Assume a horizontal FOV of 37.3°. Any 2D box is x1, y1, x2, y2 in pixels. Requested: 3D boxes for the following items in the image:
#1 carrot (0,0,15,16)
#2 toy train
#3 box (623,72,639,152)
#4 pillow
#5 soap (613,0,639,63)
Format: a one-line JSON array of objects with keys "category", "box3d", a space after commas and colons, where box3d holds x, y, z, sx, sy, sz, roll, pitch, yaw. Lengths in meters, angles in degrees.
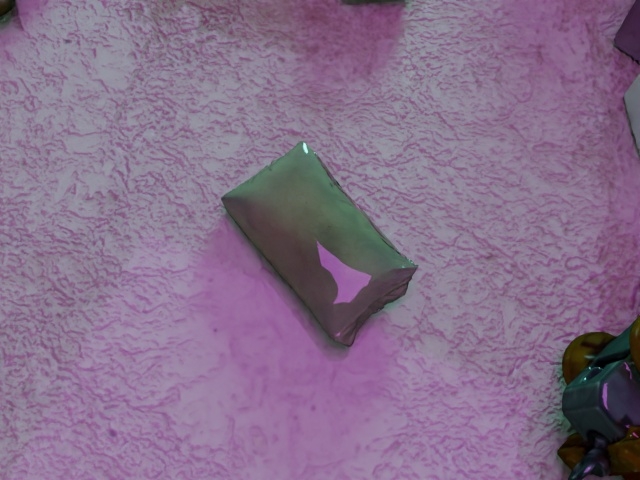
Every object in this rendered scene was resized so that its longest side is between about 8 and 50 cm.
[{"category": "carrot", "box3d": [-0.433, -0.276, 1.030, 0.193, 0.087, 0.087, -3, 67, -5]}, {"category": "toy train", "box3d": [0.376, 0.136, 0.890, 0.369, 0.163, 0.232, -38, 88, -19]}, {"category": "box", "box3d": [0.487, -0.169, 1.009, 0.260, 0.194, 0.111, -6, 68, -9]}, {"category": "pillow", "box3d": [0.000, 0.000, 0.966, 0.119, 0.053, 0.208, -35, 71, -20]}, {"category": "soap", "box3d": [0.452, -0.337, 1.087, 0.081, 0.181, 0.259, 35, 69, 10]}]
